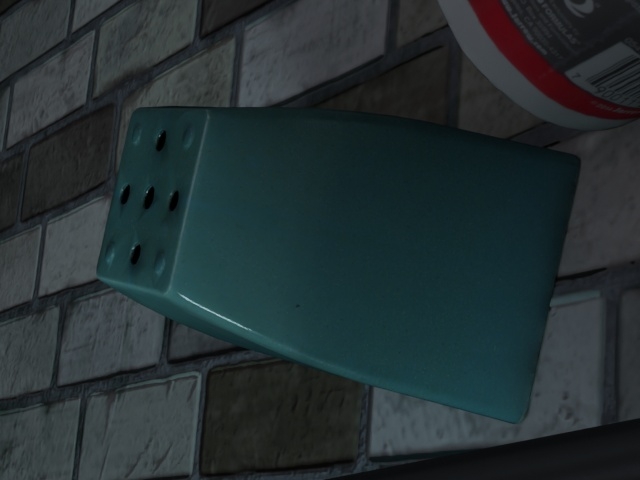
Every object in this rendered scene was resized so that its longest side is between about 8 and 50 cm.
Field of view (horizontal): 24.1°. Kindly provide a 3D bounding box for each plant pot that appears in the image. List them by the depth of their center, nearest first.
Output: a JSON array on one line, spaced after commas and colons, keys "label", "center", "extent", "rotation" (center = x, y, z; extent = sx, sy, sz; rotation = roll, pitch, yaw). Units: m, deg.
[{"label": "plant pot", "center": [0.000, 0.000, 0.900], "extent": [0.166, 0.234, 0.165], "rotation": [9, 86, 58]}]

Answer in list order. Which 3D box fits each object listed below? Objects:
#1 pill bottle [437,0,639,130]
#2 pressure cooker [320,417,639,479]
[{"label": "pill bottle", "center": [0.208, -0.184, 0.694], "extent": [0.318, 0.176, 0.176], "rotation": [-28, 55, 51]}, {"label": "pressure cooker", "center": [0.144, 0.226, 0.405], "extent": [0.369, 0.421, 0.375], "rotation": [91, 165, -46]}]
